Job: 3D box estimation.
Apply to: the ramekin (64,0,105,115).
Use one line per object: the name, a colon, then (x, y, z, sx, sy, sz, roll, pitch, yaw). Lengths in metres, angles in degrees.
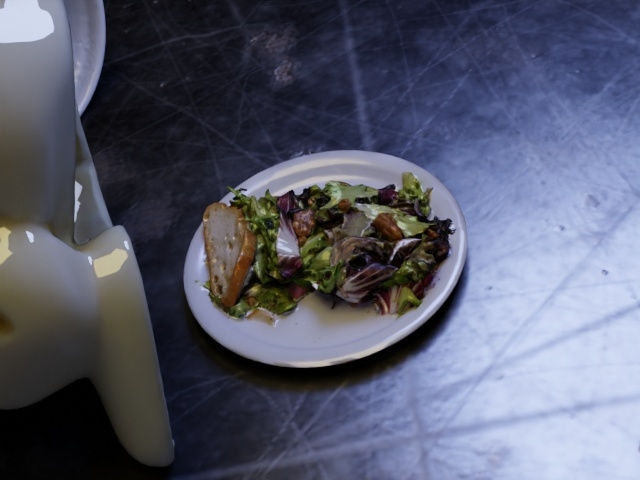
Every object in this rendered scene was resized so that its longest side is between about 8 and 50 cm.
ramekin: (-0.286, -0.174, 0.880, 0.109, 0.207, 0.207, 10, 50, 34)

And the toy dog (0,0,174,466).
toy dog: (-0.316, 0.012, 0.590, 0.407, 0.395, 0.285, -16, 54, -13)

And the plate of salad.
plate of salad: (0.000, 0.000, 0.742, 0.199, 0.048, 0.200, -8, 45, 8)
